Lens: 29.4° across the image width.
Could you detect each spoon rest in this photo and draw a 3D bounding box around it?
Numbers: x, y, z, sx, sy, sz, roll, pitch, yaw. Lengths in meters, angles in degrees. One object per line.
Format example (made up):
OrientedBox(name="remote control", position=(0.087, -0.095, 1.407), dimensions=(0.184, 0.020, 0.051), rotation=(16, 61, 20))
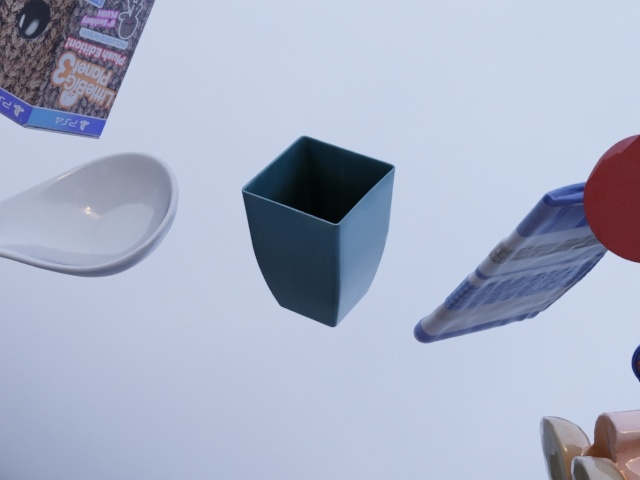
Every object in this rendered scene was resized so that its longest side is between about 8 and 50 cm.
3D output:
OrientedBox(name="spoon rest", position=(-0.256, -0.001, 1.111), dimensions=(0.276, 0.137, 0.084), rotation=(-22, -41, 10))

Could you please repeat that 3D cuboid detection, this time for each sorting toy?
OrientedBox(name="sorting toy", position=(0.415, 0.031, 1.148), dimensions=(0.365, 0.127, 0.126), rotation=(32, 2, 11))

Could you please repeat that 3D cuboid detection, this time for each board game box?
OrientedBox(name="board game box", position=(-0.340, -0.307, 1.491), dimensions=(0.232, 0.291, 0.141), rotation=(29, 12, 27))

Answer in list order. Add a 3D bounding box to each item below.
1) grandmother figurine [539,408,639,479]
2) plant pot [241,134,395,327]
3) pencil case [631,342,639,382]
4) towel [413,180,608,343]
OrientedBox(name="grandmother figurine", position=(0.311, 0.117, 0.691), dimensions=(0.208, 0.342, 0.104), rotation=(-110, -170, -69))
OrientedBox(name="plant pot", position=(0.000, 0.000, 1.823), dimensions=(0.165, 0.165, 0.234), rotation=(21, -46, 25))
OrientedBox(name="pencil case", position=(0.506, 0.067, 1.553), dimensions=(0.119, 0.306, 0.133), rotation=(38, -33, -2))
OrientedBox(name="towel", position=(0.240, 0.018, 1.334), dimensions=(0.034, 0.209, 0.285), rotation=(63, -38, 23))
